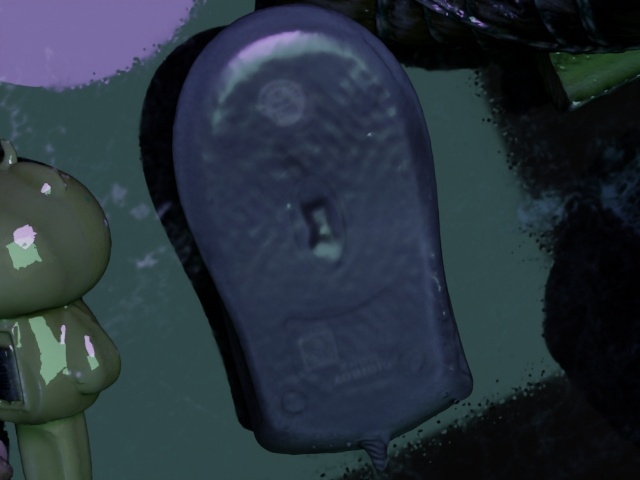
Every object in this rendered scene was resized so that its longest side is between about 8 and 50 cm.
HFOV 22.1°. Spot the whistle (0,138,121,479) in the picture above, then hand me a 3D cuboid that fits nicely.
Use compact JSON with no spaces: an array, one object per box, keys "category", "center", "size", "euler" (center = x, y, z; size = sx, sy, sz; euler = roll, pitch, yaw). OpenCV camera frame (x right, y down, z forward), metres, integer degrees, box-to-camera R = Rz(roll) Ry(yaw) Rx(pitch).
[{"category":"whistle","center":[-0.203,0.064,1.218],"size":[0.141,0.141,0.294],"euler":[-19,117,-11]}]

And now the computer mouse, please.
[{"category":"computer mouse","center":[0.000,0.000,1.244],"size":[0.188,0.122,0.371],"euler":[-15,106,-4]}]

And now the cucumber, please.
[{"category":"cucumber","center":[0.279,-0.188,1.317],"size":[0.244,0.063,0.115],"euler":[-24,71,-7]}]

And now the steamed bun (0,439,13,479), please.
[{"category":"steamed bun","center":[-0.290,0.165,1.164],"size":[0.218,0.211,0.144],"euler":[39,55,14]}]

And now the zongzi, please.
[{"category":"zongzi","center":[0.173,-0.230,1.128],"size":[0.383,0.362,0.319],"euler":[20,99,6]}]
